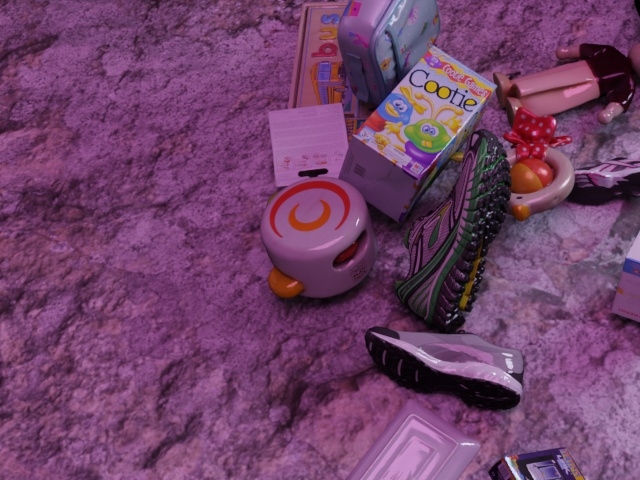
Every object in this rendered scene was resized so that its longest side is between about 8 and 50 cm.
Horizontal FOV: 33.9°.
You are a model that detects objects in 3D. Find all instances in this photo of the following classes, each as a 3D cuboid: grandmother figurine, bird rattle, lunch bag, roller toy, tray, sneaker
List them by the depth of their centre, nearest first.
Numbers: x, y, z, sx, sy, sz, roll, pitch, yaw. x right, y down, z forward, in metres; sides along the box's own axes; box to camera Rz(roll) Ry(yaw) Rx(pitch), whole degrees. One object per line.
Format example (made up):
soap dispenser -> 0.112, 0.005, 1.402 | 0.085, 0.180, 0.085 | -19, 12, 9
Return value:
tray -> 0.120, 0.383, 1.657 | 0.145, 0.030, 0.270 | 32, 67, 24
sneaker -> 0.205, 0.193, 1.733 | 0.272, 0.100, 0.108 | 16, 52, 11
sneaker -> 0.213, -0.026, 1.760 | 0.146, 0.134, 0.343 | 25, 103, 27
roller toy -> 0.000, 0.000, 1.846 | 0.191, 0.146, 0.209 | -8, 48, 11
bird rattle -> 0.361, -0.117, 1.875 | 0.254, 0.143, 0.207 | -24, 42, -19
sneaker -> 0.520, -0.114, 1.898 | 0.178, 0.072, 0.077 | 0, 36, 10
lunch bag -> 0.127, -0.373, 1.926 | 0.108, 0.279, 0.224 | 22, 75, 20
grandmother figurine -> 0.516, -0.306, 1.992 | 0.342, 0.104, 0.207 | -19, 66, 0

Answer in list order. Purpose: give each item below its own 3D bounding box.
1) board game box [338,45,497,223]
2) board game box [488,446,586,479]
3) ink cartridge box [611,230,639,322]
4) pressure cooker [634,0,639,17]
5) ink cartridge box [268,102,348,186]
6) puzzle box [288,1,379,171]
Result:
board game box -> 0.173, -0.191, 1.874 | 0.142, 0.144, 0.275 | 34, 59, 10
board game box -> 0.348, 0.397, 1.561 | 0.141, 0.048, 0.170 | 2, 48, -36
ink cartridge box -> 0.545, 0.070, 1.732 | 0.092, 0.143, 0.090 | 21, 46, 20
pressure cooker -> 0.795, -0.563, 1.878 | 0.376, 0.420, 0.369 | -12, 51, -21
ink cartridge box -> -0.018, -0.170, 1.954 | 0.145, 0.045, 0.179 | -7, 59, 0
puzzle box -> 0.076, -0.314, 2.089 | 0.272, 0.052, 0.408 | -1, 58, 9
